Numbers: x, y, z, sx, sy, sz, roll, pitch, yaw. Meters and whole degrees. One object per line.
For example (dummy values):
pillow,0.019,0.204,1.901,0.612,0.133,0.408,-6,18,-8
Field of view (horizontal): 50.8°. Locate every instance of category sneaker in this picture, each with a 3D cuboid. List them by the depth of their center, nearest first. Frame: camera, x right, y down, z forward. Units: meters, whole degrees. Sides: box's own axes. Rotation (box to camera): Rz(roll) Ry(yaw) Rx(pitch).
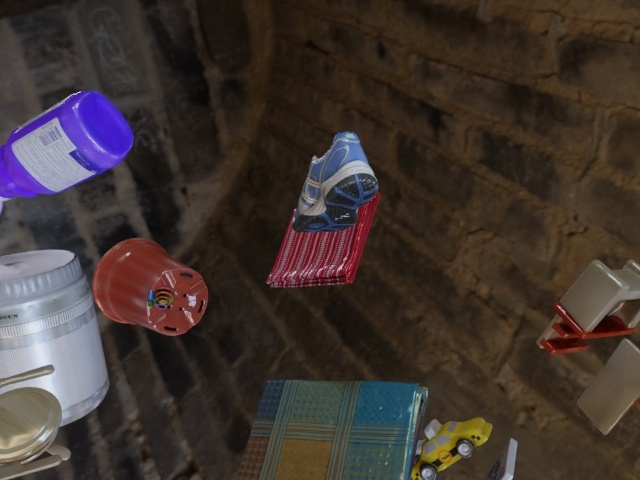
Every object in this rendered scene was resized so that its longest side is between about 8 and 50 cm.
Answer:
sneaker,0.016,-0.067,0.897,0.211,0.080,0.081,137,-52,-59

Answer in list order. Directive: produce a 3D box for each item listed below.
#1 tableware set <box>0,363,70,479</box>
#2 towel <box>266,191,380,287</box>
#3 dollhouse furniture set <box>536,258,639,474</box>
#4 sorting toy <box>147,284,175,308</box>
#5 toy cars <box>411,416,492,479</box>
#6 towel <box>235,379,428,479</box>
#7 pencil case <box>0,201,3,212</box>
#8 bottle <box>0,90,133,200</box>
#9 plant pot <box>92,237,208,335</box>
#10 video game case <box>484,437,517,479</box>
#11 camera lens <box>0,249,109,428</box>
tableware set,-0.354,0.205,0.668,0.128,0.194,0.039,-119,-160,-46
towel,0.000,0.000,1.363,0.031,0.198,0.275,32,-24,-31
dollhouse furniture set,0.368,0.149,0.717,0.259,0.262,0.135,55,-48,42
sorting toy,-0.380,0.143,1.598,0.102,0.061,0.042,118,-25,-55
toy cars,0.216,0.450,1.441,0.087,0.176,0.393,53,-30,11
towel,0.015,0.395,1.299,0.370,0.271,0.040,-6,-41,32
pencil case,-0.628,-0.072,1.092,0.086,0.206,0.088,28,-86,46
bottle,-0.422,-0.132,1.047,0.283,0.092,0.118,-18,-57,32
plant pot,-0.488,0.148,1.993,0.265,0.272,0.272,15,-55,46
video game case,0.338,0.474,1.310,0.019,0.157,0.143,30,-74,13
camera lens,-0.489,0.173,1.146,0.219,0.220,0.274,-153,-126,-64
